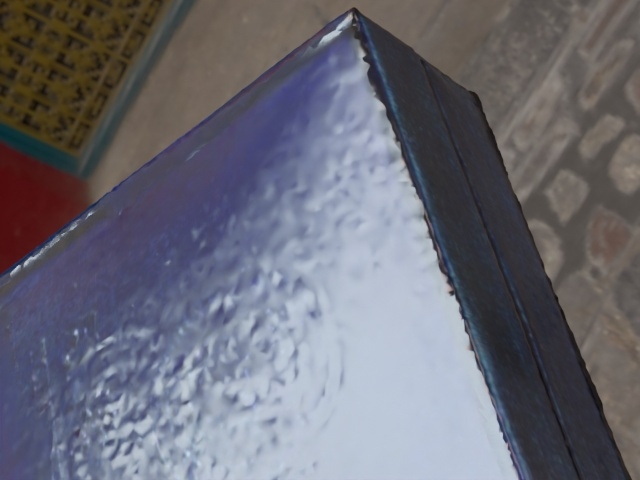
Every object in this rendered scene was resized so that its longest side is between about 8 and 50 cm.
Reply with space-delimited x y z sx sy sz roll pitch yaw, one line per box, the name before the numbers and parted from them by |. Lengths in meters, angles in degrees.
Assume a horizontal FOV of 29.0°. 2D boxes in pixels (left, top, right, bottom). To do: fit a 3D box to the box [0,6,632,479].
box | -0.028 0.083 0.570 0.279 0.116 0.261 -34 56 26
